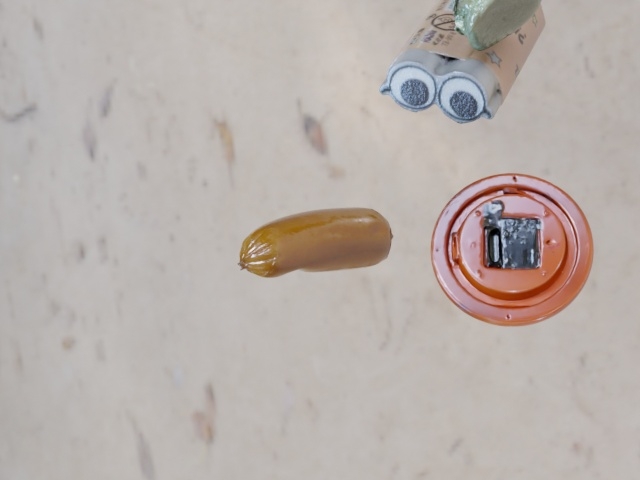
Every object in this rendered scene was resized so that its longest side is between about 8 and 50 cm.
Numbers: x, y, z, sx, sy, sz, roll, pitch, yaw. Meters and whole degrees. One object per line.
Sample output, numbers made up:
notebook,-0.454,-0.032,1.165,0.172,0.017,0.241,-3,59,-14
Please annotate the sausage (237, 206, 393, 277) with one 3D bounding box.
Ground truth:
sausage,0.000,0.000,1.333,0.062,0.183,0.054,49,129,37

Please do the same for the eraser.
eraser,0.211,-0.283,2.103,0.171,0.290,0.087,13,128,16

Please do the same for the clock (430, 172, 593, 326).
clock,0.241,0.010,1.833,0.051,0.205,0.205,72,179,-69

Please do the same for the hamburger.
hamburger,0.237,-0.322,1.956,0.062,0.133,0.140,52,-177,23
